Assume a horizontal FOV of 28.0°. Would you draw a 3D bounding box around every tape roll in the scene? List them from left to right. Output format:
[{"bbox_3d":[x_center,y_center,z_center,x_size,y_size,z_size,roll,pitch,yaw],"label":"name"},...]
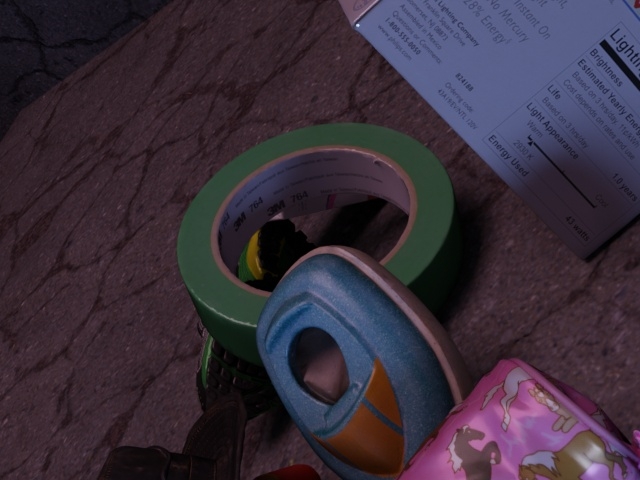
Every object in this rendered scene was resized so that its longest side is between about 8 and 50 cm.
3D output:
[{"bbox_3d":[0.000,0.000,1.457,0.321,0.077,0.321,-9,44,9],"label":"tape roll"}]

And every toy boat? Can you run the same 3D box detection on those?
[{"bbox_3d":[0.004,0.180,1.219,0.148,0.267,0.318,-13,-35,-50],"label":"toy boat"}]

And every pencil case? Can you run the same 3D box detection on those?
[{"bbox_3d":[0.093,0.270,0.993,0.386,0.167,0.160,-51,-3,-4],"label":"pencil case"}]

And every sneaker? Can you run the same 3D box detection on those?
[{"bbox_3d":[-0.088,0.115,1.587,0.146,0.134,0.343,-43,15,28],"label":"sneaker"}]

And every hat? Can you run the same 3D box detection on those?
[{"bbox_3d":[-0.168,0.286,1.162,0.331,0.134,0.331,-164,90,-74],"label":"hat"}]

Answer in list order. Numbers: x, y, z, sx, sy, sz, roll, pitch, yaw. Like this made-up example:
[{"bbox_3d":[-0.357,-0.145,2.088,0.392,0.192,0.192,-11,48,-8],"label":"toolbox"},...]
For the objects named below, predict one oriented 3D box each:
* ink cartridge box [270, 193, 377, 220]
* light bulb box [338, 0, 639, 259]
[{"bbox_3d":[-0.020,-0.078,1.670,0.198,0.067,0.115,-13,15,-21],"label":"ink cartridge box"},{"bbox_3d":[0.256,-0.245,1.236,0.361,0.358,0.225,-41,27,13],"label":"light bulb box"}]
